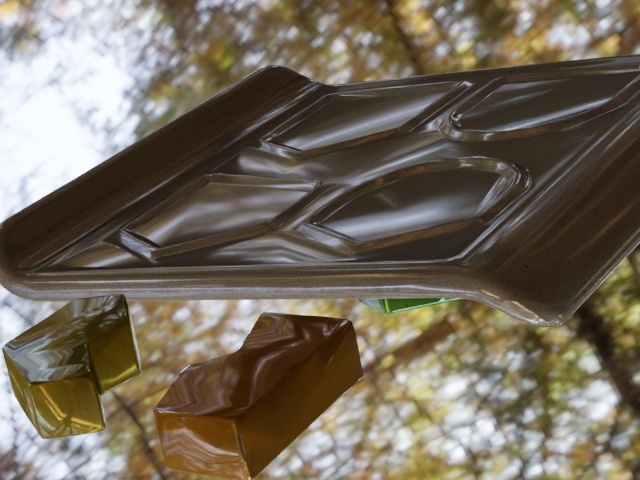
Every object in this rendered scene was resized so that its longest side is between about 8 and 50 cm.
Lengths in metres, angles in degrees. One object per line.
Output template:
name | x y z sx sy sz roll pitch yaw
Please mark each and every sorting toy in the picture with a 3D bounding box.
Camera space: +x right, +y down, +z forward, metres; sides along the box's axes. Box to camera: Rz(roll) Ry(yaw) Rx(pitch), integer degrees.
sorting toy | 0.000 0.000 0.605 0.307 0.229 0.041 -38 -57 -49
